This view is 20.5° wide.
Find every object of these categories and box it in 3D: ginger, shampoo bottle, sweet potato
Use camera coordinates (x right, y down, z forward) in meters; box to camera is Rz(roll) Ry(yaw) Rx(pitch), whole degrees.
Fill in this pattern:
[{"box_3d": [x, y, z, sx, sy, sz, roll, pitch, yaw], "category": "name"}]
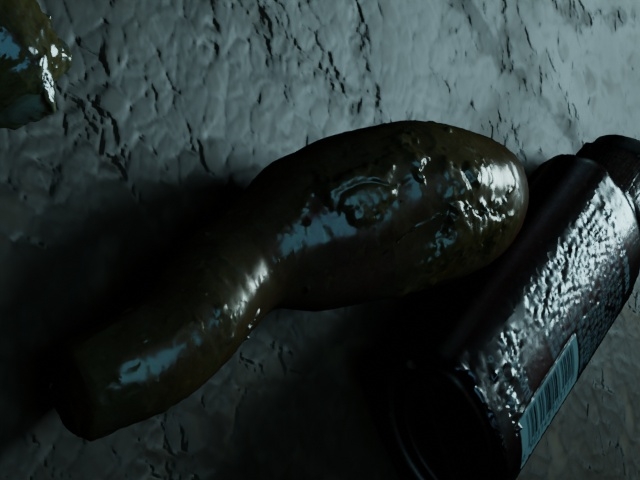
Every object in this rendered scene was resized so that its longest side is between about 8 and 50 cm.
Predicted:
[{"box_3d": [-0.177, -0.116, 0.772, 0.165, 0.067, 0.096, 57, 42, -13], "category": "ginger"}, {"box_3d": [0.144, 0.035, 1.169, 0.323, 0.084, 0.129, -50, 127, -46], "category": "shampoo bottle"}, {"box_3d": [0.000, 0.000, 0.964, 0.385, 0.109, 0.109, -21, 102, -47], "category": "sweet potato"}]
